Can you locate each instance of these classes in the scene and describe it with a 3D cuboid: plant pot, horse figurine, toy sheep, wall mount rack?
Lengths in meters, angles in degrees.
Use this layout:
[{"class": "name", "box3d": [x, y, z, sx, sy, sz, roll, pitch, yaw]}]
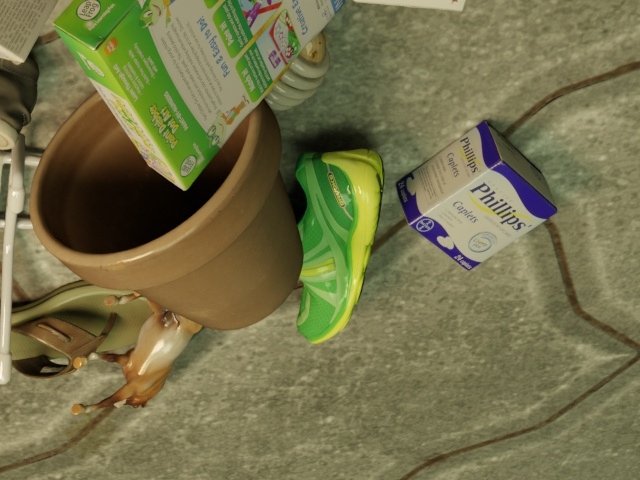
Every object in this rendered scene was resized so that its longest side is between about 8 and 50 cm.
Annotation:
[{"class": "plant pot", "box3d": [-0.132, -0.022, 1.342, 0.263, 0.263, 0.229, -23, 138, 11]}, {"class": "horse figurine", "box3d": [-0.200, 0.108, 1.519, 0.174, 0.066, 0.263, 1, 121, -57]}, {"class": "toy sheep", "box3d": [-0.040, -0.179, 1.330, 0.091, 0.091, 0.132, 18, 142, -29]}, {"class": "wall mount rack", "box3d": [-0.437, 0.012, 1.395, 0.350, 0.130, 0.304, 3, 134, -15]}]

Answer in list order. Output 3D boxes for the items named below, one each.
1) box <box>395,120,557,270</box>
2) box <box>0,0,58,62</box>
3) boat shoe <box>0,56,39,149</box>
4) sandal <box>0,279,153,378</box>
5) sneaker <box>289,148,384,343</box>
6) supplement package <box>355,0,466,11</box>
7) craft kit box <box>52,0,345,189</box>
[{"class": "box", "box3d": [0.184, -0.050, 1.520, 0.137, 0.072, 0.126, -36, 132, 22]}, {"class": "box", "box3d": [-0.308, -0.232, 1.107, 0.103, 0.203, 0.114, 33, 82, -36]}, {"class": "boat shoe", "box3d": [-0.421, -0.199, 1.227, 0.335, 0.095, 0.112, 30, 158, -31]}, {"class": "sandal", "box3d": [-0.335, 0.128, 1.560, 0.303, 0.086, 0.120, -13, 138, -11]}, {"class": "sneaker", "box3d": [0.000, 0.000, 1.524, 0.123, 0.109, 0.295, 12, 133, 1]}, {"class": "supplement package", "box3d": [0.074, -0.301, 1.159, 0.105, 0.179, 0.105, 2, 134, -16]}, {"class": "craft kit box", "box3d": [-0.092, -0.198, 1.122, 0.246, 0.061, 0.250, -53, 157, -14]}]
